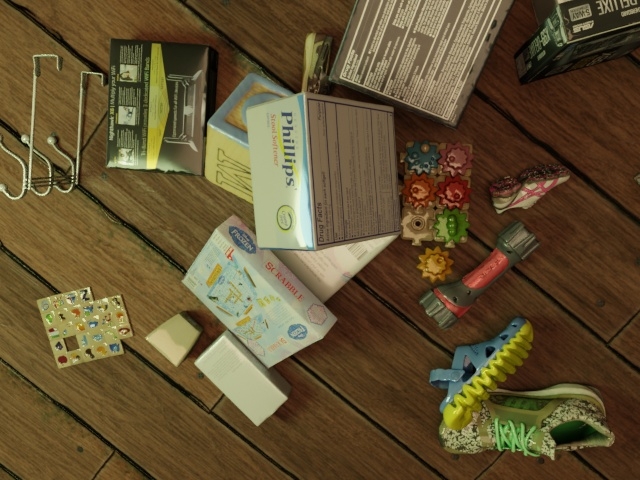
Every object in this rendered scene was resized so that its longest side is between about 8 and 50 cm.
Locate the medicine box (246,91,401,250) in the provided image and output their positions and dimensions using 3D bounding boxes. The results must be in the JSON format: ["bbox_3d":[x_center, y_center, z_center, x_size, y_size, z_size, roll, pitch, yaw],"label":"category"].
[{"bbox_3d":[0.017,-0.127,0.984,0.149,0.289,0.264,0,96,40],"label":"medicine box"}]

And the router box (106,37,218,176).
[{"bbox_3d":[-0.384,-0.318,1.240,0.242,0.081,0.309,6,98,4],"label":"router box"}]

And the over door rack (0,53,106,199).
[{"bbox_3d":[-0.636,-0.266,1.194,0.108,0.239,0.324,19,99,-3],"label":"over door rack"}]

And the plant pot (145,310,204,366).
[{"bbox_3d":[-0.361,0.242,1.304,0.109,0.109,0.096,43,87,-1],"label":"plant pot"}]

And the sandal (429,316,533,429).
[{"bbox_3d":[0.380,0.296,1.232,0.317,0.138,0.126,-43,135,-4],"label":"sandal"}]

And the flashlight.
[{"bbox_3d":[0.375,0.079,1.210,0.103,0.103,0.304,45,100,2],"label":"flashlight"}]

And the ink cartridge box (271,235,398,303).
[{"bbox_3d":[0.000,0.000,1.220,0.306,0.131,0.226,-42,92,10],"label":"ink cartridge box"}]

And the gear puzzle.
[{"bbox_3d":[0.268,-0.070,1.202,0.175,0.044,0.339,4,88,5],"label":"gear puzzle"}]

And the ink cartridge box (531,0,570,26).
[{"bbox_3d":[0.560,-0.564,1.093,0.176,0.128,0.127,-17,95,6],"label":"ink cartridge box"}]

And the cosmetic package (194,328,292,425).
[{"bbox_3d":[-0.196,0.345,1.309,0.117,0.085,0.231,-43,94,9],"label":"cosmetic package"}]

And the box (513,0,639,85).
[{"bbox_3d":[0.554,-0.416,1.024,0.242,0.307,0.077,-14,92,7],"label":"box"}]

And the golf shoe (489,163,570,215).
[{"bbox_3d":[0.491,-0.121,1.198,0.186,0.067,0.086,-18,122,7],"label":"golf shoe"}]

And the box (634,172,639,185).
[{"bbox_3d":[0.857,-0.175,1.116,0.257,0.128,0.123,-41,92,8],"label":"box"}]

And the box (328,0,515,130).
[{"bbox_3d":[0.212,-0.437,1.096,0.294,0.183,0.296,22,111,2],"label":"box"}]

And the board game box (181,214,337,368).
[{"bbox_3d":[-0.157,0.135,1.187,0.318,0.066,0.318,46,144,-2],"label":"board game box"}]

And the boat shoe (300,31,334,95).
[{"bbox_3d":[-0.004,-0.375,1.197,0.073,0.080,0.224,3,93,10],"label":"boat shoe"}]

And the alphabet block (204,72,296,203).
[{"bbox_3d":[-0.128,-0.212,1.136,0.193,0.197,0.192,30,59,2],"label":"alphabet block"}]

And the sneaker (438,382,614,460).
[{"bbox_3d":[0.486,0.444,1.205,0.410,0.182,0.158,-14,96,8],"label":"sneaker"}]

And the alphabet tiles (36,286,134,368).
[{"bbox_3d":[-0.628,0.227,1.372,0.237,0.009,0.198,-14,96,7],"label":"alphabet tiles"}]
